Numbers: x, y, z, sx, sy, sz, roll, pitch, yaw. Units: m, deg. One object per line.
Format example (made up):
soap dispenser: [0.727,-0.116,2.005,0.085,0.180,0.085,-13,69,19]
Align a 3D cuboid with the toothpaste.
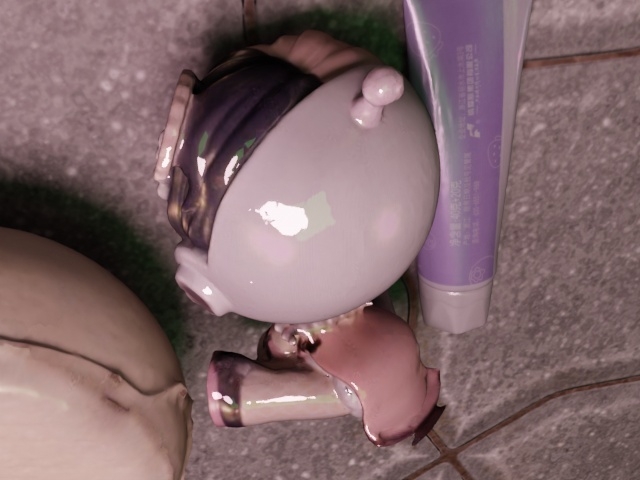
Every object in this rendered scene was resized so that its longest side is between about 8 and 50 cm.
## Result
toothpaste: [0.139,-0.080,0.805,0.125,0.080,0.371,-8,121,-10]

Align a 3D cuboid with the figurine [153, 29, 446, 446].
figurine: [0.004,-0.005,0.728,0.211,0.253,0.361,7,127,25]

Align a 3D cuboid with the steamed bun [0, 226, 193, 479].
steamed bun: [-0.303,0.138,0.720,0.375,0.241,0.374,-9,131,-10]
